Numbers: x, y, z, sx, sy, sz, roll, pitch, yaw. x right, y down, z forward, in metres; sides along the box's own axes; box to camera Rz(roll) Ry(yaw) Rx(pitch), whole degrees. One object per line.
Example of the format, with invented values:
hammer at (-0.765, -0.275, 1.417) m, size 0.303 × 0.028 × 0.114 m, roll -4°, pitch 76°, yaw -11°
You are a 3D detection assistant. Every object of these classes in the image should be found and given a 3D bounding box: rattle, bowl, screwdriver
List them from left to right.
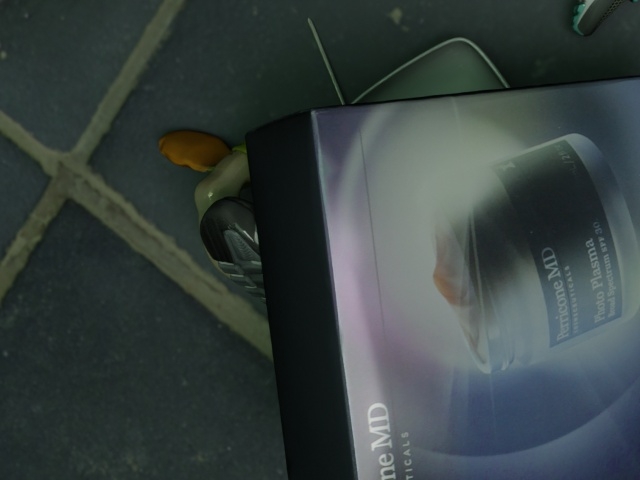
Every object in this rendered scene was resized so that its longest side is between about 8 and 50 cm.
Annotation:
rattle at (-0.068, 0.002, 0.923) m, size 0.142 × 0.130 × 0.200 m, roll -2°, pitch 132°, yaw 33°
screwdriver at (0.023, -0.119, 0.893) m, size 0.025 × 0.024 × 0.170 m, roll -14°, pitch 96°, yaw 47°
bowl at (0.106, -0.086, 0.860) m, size 0.142 × 0.053 × 0.142 m, roll -31°, pitch 91°, yaw 19°

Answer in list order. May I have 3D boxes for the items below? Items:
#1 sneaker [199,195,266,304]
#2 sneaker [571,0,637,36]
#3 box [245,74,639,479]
sneaker at (0.000, 0.000, 0.849) m, size 0.086 × 0.229 × 0.132 m, roll 8°, pitch 62°, yaw 43°
sneaker at (0.269, -0.214, 0.786) m, size 0.076 × 0.065 × 0.166 m, roll 44°, pitch 110°, yaw -1°
box at (0.122, 0.047, 0.711) m, size 0.294 × 0.182 × 0.296 m, roll -8°, pitch 94°, yaw -16°
